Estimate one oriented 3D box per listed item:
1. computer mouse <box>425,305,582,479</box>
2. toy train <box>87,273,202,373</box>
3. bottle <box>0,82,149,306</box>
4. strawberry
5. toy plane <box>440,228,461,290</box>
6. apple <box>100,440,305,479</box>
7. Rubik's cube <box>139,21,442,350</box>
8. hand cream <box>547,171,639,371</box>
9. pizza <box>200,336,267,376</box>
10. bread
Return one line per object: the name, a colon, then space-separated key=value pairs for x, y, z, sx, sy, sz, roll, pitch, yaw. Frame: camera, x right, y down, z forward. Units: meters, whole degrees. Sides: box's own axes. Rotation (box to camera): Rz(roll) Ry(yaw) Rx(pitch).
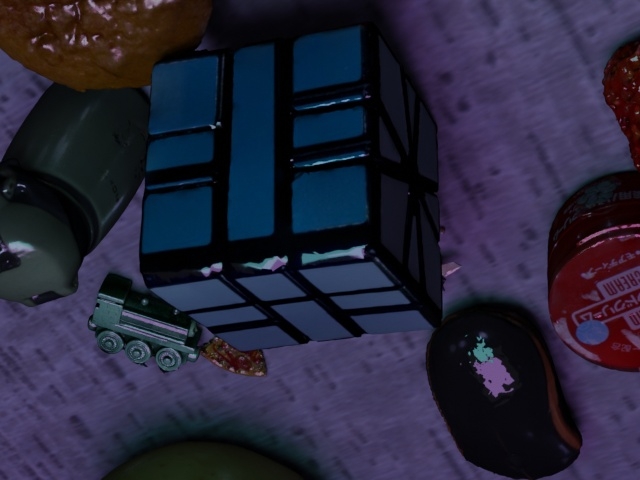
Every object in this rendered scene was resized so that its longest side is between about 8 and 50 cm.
computer mouse: x=0.255 y=0.231 z=1.755 sx=0.183 sy=0.116 sz=0.323 roll=-9 pitch=125 yaw=25
toy train: x=-0.253 y=0.124 z=1.819 sx=0.171 sy=0.071 sz=0.111 roll=17 pitch=122 yaw=-1
bottle: x=-0.317 y=-0.061 z=1.512 sx=0.169 sy=0.347 sz=0.168 roll=6 pitch=126 yaw=9
strawberry: x=0.402 y=-0.113 z=1.414 sx=0.236 sy=0.111 sz=0.190 roll=43 pitch=152 yaw=1
toy plane: x=0.090 y=0.017 z=1.659 sx=0.188 sy=0.062 sz=0.135 roll=31 pitch=99 yaw=-7
apple: x=-0.188 y=0.543 z=1.909 sx=0.474 sy=0.473 sz=0.473 roll=6 pitch=128 yaw=8
Rubik's cube: x=-0.026 y=-0.051 z=1.433 sx=0.283 sy=0.288 sz=0.293 roll=-7 pitch=156 yaw=21
hand cream: x=0.393 y=0.038 z=1.552 sx=0.230 sy=0.149 sz=0.230 roll=6 pitch=126 yaw=8
pizza: x=-0.136 y=0.170 z=1.850 sx=0.099 sy=0.029 sz=0.100 roll=-3 pitch=126 yaw=16
bread: x=-0.262 y=-0.321 z=1.417 sx=0.312 sy=0.172 sz=0.312 roll=6 pitch=132 yaw=6
